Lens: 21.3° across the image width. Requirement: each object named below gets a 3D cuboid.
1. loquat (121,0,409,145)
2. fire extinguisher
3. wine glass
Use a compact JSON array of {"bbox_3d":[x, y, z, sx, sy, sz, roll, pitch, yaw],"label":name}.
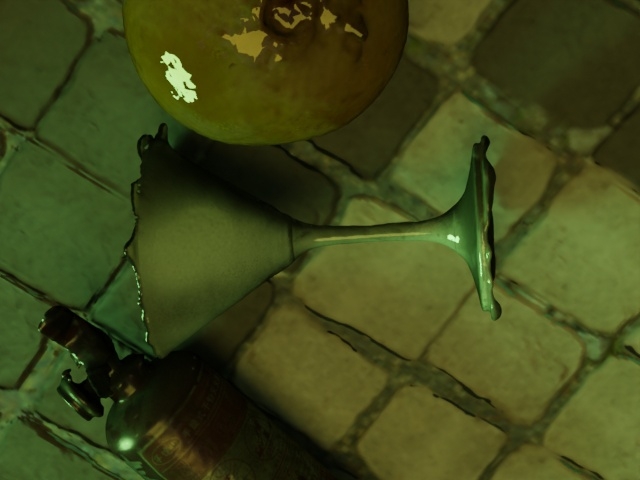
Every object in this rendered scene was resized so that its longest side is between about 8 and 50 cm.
[{"bbox_3d":[-0.025,-0.108,0.800,0.141,0.141,0.141,3,121,6],"label":"loquat"},{"bbox_3d":[-0.062,0.111,0.955,0.252,0.075,0.106,44,155,-17],"label":"fire extinguisher"},{"bbox_3d":[0.000,0.000,0.872,0.183,0.122,0.122,-2,120,7],"label":"wine glass"}]
